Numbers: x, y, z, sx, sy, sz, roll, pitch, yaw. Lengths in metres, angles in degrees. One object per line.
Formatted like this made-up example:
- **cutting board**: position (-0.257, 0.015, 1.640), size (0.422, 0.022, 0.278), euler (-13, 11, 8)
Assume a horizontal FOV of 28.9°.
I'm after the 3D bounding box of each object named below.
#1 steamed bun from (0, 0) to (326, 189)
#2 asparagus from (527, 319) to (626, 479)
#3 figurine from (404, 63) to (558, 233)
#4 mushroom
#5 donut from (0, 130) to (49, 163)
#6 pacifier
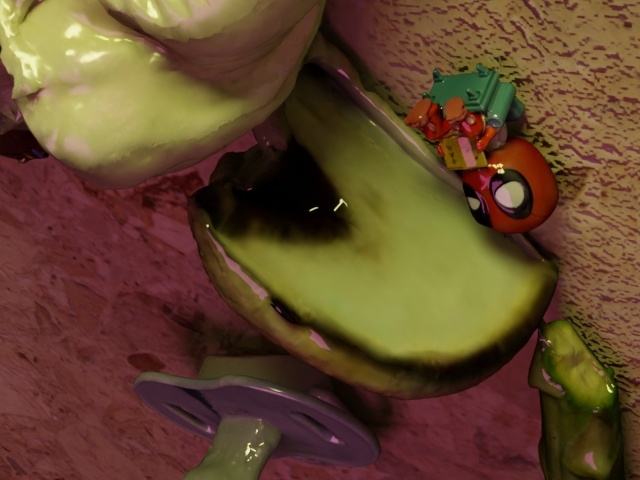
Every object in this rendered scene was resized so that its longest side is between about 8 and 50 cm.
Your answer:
- **steamed bun**: position (-0.129, -0.211, 0.802), size (0.339, 0.247, 0.352), euler (40, 108, 16)
- **asparagus**: position (0.224, 0.193, 1.062), size (0.085, 0.082, 0.343), euler (18, 136, 30)
- **figurine**: position (0.122, -0.061, 0.890), size (0.068, 0.075, 0.140), euler (-6, 135, 41)
- **mushroom**: position (-0.001, 0.009, 0.943), size (0.292, 0.217, 0.212), euler (51, 145, -16)
- **donut**: position (-0.286, -0.177, 1.090), size (0.230, 0.096, 0.216), euler (14, 139, 29)
- **pacifier**: position (-0.072, 0.221, 1.235), size (0.279, 0.207, 0.227), euler (-4, 143, 42)
